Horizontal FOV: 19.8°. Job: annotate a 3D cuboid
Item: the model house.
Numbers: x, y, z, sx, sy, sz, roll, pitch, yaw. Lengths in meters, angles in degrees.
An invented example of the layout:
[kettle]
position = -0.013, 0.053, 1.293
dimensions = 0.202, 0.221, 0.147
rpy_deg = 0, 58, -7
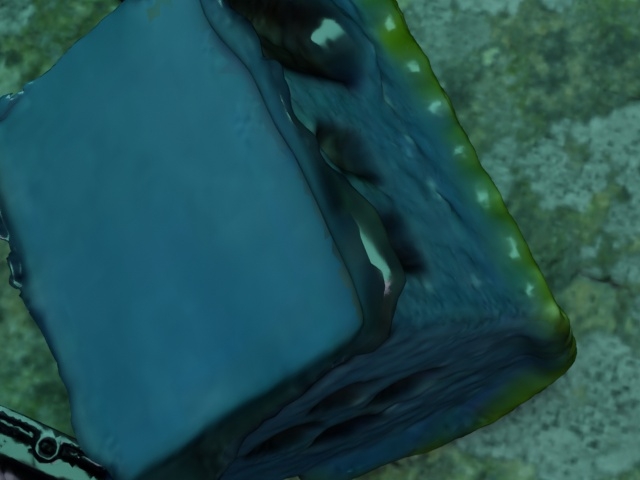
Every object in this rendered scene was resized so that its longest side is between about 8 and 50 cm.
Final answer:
[model house]
position = 0.000, 0.000, 0.979
dimensions = 0.215, 0.303, 0.237
rpy_deg = -37, 68, 27

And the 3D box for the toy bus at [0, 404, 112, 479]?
[toy bus]
position = -0.198, 0.235, 0.963
dimensions = 0.138, 0.175, 0.287
rpy_deg = 25, 77, 0

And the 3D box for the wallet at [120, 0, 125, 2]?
[wallet]
position = -0.095, -0.202, 1.156
dimensions = 0.232, 0.025, 0.119
rpy_deg = 43, 83, 14
